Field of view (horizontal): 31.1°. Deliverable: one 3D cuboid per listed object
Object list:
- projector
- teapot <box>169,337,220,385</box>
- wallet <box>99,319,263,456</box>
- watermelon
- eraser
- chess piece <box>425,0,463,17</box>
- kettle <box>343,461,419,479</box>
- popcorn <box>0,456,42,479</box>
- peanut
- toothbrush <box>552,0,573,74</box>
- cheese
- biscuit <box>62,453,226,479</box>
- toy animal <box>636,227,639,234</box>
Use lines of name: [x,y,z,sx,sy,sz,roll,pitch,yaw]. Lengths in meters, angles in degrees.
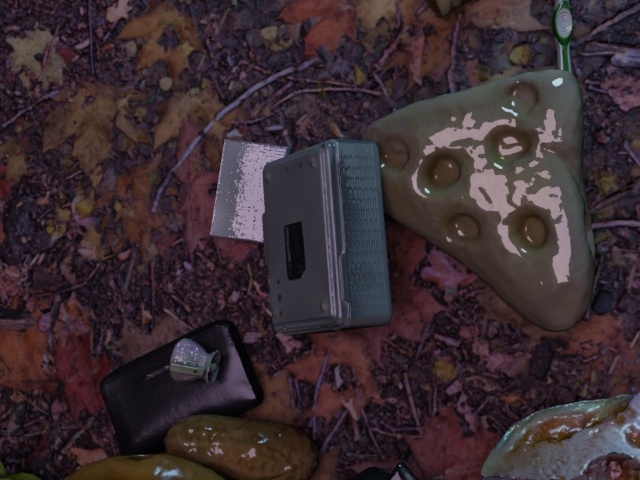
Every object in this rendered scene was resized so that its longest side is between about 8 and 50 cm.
projector: [0.000,0.000,1.605,0.192,0.099,0.257,-14,79,57]
teapot: [-0.183,0.179,1.662,0.064,0.083,0.064,12,99,14]
wallet: [-0.217,0.226,1.727,0.250,0.044,0.149,-25,77,13]
watermelon: [0.393,0.317,1.515,0.321,0.188,0.175,8,44,22]
eraser: [-0.107,-0.072,1.724,0.103,0.023,0.150,9,88,16]
chess piece: [0.235,-0.400,1.629,0.200,0.090,0.090,-28,80,2]
kettle: [0.113,0.471,1.552,0.324,0.228,0.321,42,129,19]
popcorn: [-0.521,0.446,1.690,0.286,0.252,0.215,-47,63,40]
peanut: [-0.114,0.300,1.648,0.226,0.108,0.095,9,80,5]
toothbrush: [0.337,-0.293,1.596,0.030,0.030,0.304,-3,93,15]
cheese: [0.206,-0.044,1.584,0.328,0.129,0.351,-5,86,21]
biscuit: [-0.245,0.410,1.631,0.296,0.102,0.296,0,127,0]
toy animal: [0.550,-0.011,1.513,0.255,0.114,0.116,4,131,20]
